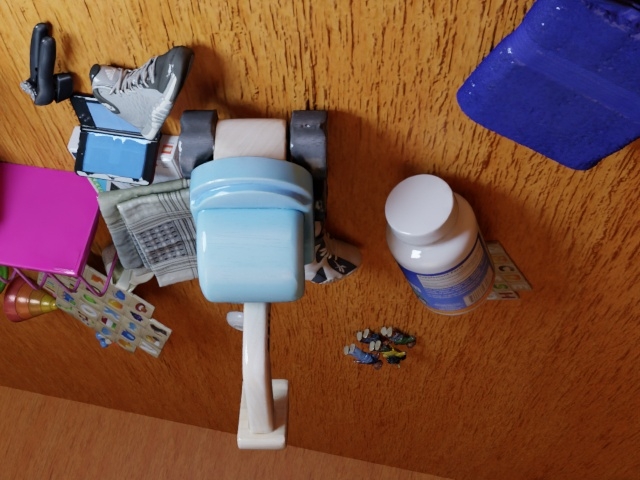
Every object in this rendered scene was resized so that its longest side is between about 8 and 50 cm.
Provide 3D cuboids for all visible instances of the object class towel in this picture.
[{"bbox_3d":[0.327,-0.209,1.141,0.227,0.076,0.308,25,154,-9],"label":"towel"},{"bbox_3d":[-0.223,-0.016,1.709,0.324,0.056,0.312,-8,152,-1],"label":"towel"}]

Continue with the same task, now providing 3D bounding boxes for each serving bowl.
[{"bbox_3d":[-0.195,0.206,2.310,0.083,0.027,0.083,10,154,5],"label":"serving bowl"}]

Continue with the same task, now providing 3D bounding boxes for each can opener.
[{"bbox_3d":[-0.421,-0.268,1.412,0.059,0.073,0.186,50,155,14],"label":"can opener"}]

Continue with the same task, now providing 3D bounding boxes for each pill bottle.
[{"bbox_3d":[0.196,0.006,1.551,0.152,0.152,0.272,2,152,23],"label":"pill bottle"}]

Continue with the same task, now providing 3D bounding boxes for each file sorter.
[{"bbox_3d":[-0.554,-0.015,1.826,0.290,0.202,0.182,8,158,10],"label":"file sorter"}]

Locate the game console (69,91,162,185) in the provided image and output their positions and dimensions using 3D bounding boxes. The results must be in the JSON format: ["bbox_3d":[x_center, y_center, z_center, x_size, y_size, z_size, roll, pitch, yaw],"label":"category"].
[{"bbox_3d":[-0.342,-0.166,1.519,0.144,0.085,0.124,8,148,10],"label":"game console"}]

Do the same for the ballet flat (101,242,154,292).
[{"bbox_3d":[-0.402,0.051,1.993,0.107,0.106,0.316,26,152,-25],"label":"ballet flat"}]

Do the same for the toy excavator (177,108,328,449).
[{"bbox_3d":[-0.103,0.071,1.454,0.222,0.445,0.433,1,155,1],"label":"toy excavator"}]

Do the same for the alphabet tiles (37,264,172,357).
[{"bbox_3d":[-0.508,0.153,2.167,0.342,0.011,0.285,33,146,-2],"label":"alphabet tiles"}]

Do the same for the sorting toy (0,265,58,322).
[{"bbox_3d":[-0.744,0.100,2.233,0.126,0.127,0.365,7,156,21],"label":"sorting toy"}]

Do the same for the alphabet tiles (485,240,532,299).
[{"bbox_3d":[0.291,0.063,1.795,0.198,0.009,0.237,-4,150,32],"label":"alphabet tiles"}]

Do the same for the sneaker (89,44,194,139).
[{"bbox_3d":[-0.274,-0.233,1.366,0.132,0.086,0.228,26,150,-12],"label":"sneaker"}]

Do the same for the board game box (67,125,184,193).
[{"bbox_3d":[-0.316,-0.098,1.701,0.193,0.053,0.305,7,154,11],"label":"board game box"}]

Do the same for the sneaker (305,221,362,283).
[{"bbox_3d":[0.000,0.000,1.700,0.235,0.094,0.153,12,145,-26],"label":"sneaker"}]

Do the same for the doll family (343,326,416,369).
[{"bbox_3d":[0.147,0.261,2.213,0.111,0.076,0.193,26,157,-36],"label":"doll family"}]

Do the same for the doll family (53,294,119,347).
[{"bbox_3d":[-0.530,0.160,2.313,0.163,0.118,0.263,-5,132,47],"label":"doll family"}]
